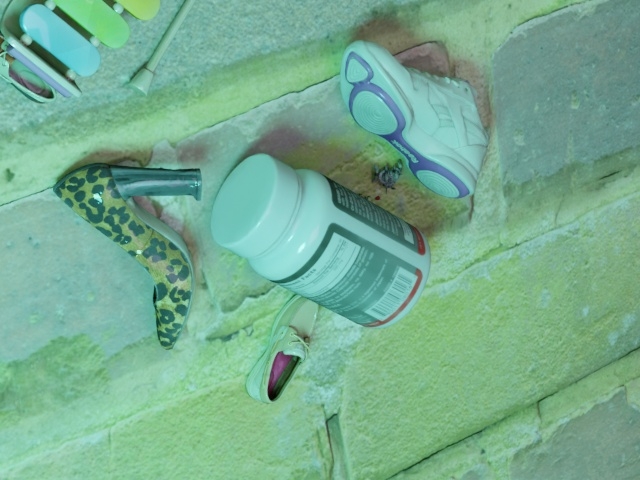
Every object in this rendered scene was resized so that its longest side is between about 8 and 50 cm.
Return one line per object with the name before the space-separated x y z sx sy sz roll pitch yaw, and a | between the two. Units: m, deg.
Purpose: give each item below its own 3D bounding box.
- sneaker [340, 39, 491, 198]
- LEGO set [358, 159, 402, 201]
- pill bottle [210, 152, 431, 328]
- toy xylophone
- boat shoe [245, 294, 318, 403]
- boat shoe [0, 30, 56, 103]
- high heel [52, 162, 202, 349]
sneaker | 0.138 -0.196 1.970 0.305 0.114 0.152 45 64 -37
LEGO set | 0.093 -0.082 2.005 0.054 0.023 0.083 26 88 -35
pill bottle | 0.000 0.000 1.885 0.283 0.161 0.161 28 87 -34
toy xylophone | -0.242 -0.317 1.694 0.236 0.081 0.322 29 85 -35
boat shoe | -0.042 0.156 1.960 0.063 0.059 0.170 28 87 -34
boat shoe | -0.372 -0.214 1.664 0.049 0.043 0.137 -50 121 -9
high heel | -0.255 0.023 1.793 0.186 0.093 0.261 1 112 -14
